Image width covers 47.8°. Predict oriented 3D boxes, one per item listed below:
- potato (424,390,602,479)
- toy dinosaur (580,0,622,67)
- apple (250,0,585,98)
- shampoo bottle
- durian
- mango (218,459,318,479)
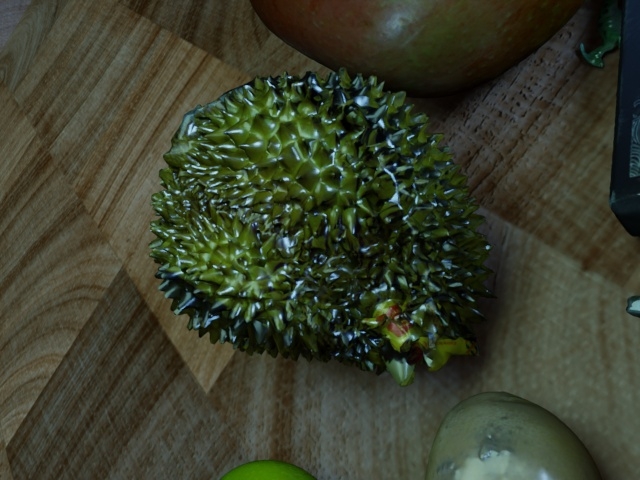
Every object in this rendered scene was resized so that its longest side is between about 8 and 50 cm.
[{"bbox_3d":[0.126,0.166,0.466,0.112,0.112,0.147,-31,55,31],"label":"potato"},{"bbox_3d":[0.244,-0.187,0.618,0.062,0.021,0.083,-47,44,33],"label":"toy dinosaur"},{"bbox_3d":[0.083,-0.273,0.627,0.319,0.318,0.277,-109,32,-43],"label":"apple"},{"bbox_3d":[0.260,-0.088,0.503,0.098,0.071,0.310,-5,65,38],"label":"shampoo bottle"},{"bbox_3d":[0.003,-0.010,0.609,0.292,0.258,0.258,11,75,33],"label":"durian"},{"bbox_3d":[-0.027,0.283,0.534,0.175,0.142,0.293,-55,29,16],"label":"mango"}]
